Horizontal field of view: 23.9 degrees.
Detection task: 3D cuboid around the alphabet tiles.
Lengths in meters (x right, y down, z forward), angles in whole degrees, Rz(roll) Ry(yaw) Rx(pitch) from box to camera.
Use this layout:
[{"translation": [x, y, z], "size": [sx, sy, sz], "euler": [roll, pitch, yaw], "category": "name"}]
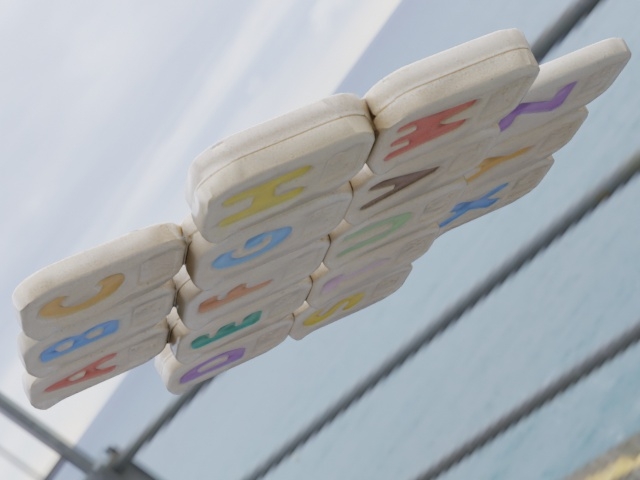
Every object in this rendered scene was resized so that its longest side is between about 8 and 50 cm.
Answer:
[{"translation": [0.000, 0.000, 0.667], "size": [0.278, 0.021, 0.284], "euler": [-22, -15, -16], "category": "alphabet tiles"}]
